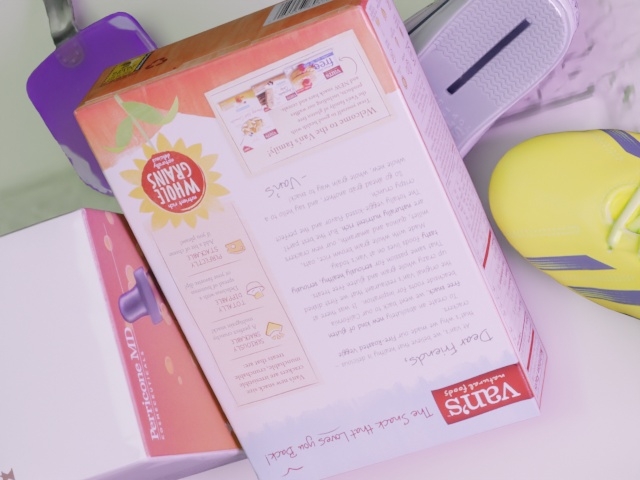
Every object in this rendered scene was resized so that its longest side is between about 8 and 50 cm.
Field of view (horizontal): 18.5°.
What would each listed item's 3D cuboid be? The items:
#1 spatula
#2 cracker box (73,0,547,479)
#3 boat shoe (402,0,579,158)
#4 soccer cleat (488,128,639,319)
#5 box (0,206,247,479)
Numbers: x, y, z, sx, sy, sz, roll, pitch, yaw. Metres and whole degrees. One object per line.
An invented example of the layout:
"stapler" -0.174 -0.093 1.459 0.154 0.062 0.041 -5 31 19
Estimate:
"spatula" -0.163 -0.160 1.128 0.084 0.030 0.296 -34 76 17
"cracker box" 0.000 0.000 0.984 0.156 0.067 0.232 -18 110 18
"boat shoe" 0.047 -0.067 1.023 0.226 0.076 0.083 -34 105 25
"soccer cleat" 0.206 0.020 0.931 0.289 0.121 0.093 29 96 19
"box" -0.107 0.062 1.017 0.091 0.170 0.130 -18 81 18
